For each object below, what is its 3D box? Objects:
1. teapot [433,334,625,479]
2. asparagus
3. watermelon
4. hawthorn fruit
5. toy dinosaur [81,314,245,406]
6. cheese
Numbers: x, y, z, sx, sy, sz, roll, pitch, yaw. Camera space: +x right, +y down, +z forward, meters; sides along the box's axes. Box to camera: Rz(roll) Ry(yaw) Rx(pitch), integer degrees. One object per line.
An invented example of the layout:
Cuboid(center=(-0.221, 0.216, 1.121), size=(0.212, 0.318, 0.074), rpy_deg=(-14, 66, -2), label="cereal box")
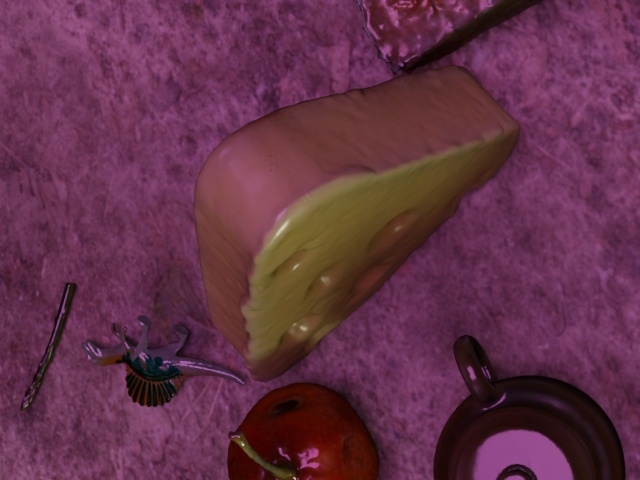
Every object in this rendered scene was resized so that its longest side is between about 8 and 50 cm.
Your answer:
Cuboid(center=(0.194, 0.215, 1.131), size=(0.185, 0.175, 0.267), rpy_deg=(-28, 80, 12), label="teapot")
Cuboid(center=(-0.320, 0.126, 1.372), size=(0.016, 0.016, 0.163), rpy_deg=(21, 95, -10), label="asparagus")
Cuboid(center=(0.151, -0.350, 1.195), size=(0.302, 0.151, 0.264), rpy_deg=(-36, 81, 30), label="watermelon")
Cuboid(center=(-0.027, 0.221, 1.140), size=(0.165, 0.285, 0.165), rpy_deg=(-1, 82, 8), label="hawthorn fruit")
Cuboid(center=(-0.185, 0.146, 1.321), size=(0.187, 0.044, 0.106), rpy_deg=(32, 111, 3), label="toy dinosaur")
Cuboid(center=(0.001, -0.001, 1.164), size=(0.384, 0.384, 0.104), rpy_deg=(-46, 71, 10), label="cheese")
